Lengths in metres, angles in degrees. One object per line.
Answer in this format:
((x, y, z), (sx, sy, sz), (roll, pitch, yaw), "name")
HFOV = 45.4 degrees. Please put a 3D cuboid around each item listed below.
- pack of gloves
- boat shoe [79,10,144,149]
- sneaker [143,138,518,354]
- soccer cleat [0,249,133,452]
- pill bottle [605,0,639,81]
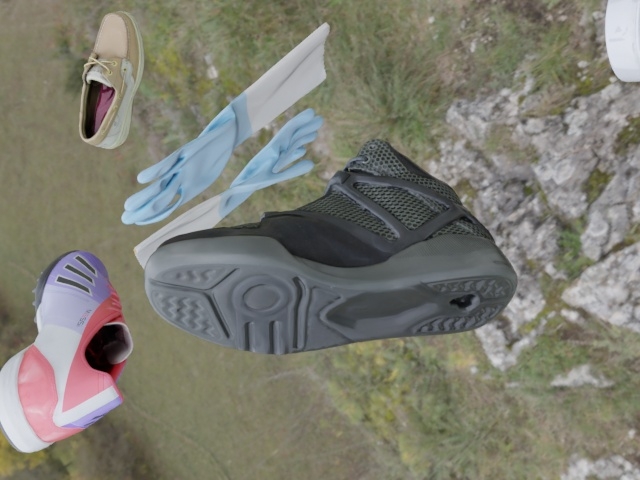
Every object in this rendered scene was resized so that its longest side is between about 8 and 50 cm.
((-0.067, -0.059, 0.682), (0.046, 0.232, 0.195), (44, 164, 11), "pack of gloves")
((-0.205, -0.156, 0.742), (0.050, 0.045, 0.135), (9, 98, 21), "boat shoe")
((0.000, 0.000, 0.496), (0.130, 0.228, 0.087), (-109, 20, -45), "sneaker")
((-0.250, 0.097, 0.826), (0.318, 0.117, 0.108), (-102, -7, -65), "soccer cleat")
((0.531, -0.269, 0.911), (0.334, 0.188, 0.187), (6, 120, 42), "pill bottle")
